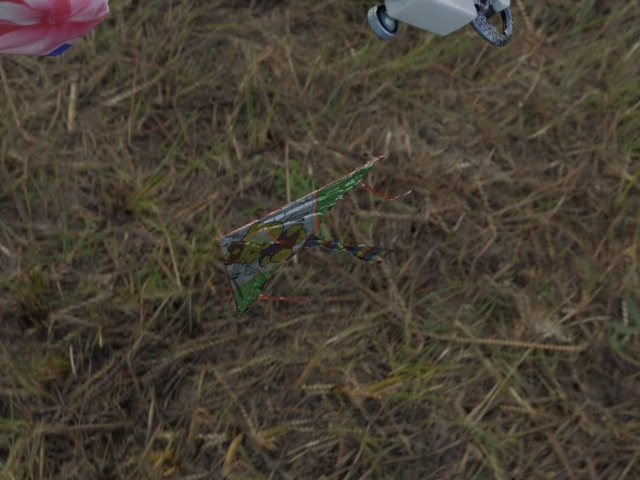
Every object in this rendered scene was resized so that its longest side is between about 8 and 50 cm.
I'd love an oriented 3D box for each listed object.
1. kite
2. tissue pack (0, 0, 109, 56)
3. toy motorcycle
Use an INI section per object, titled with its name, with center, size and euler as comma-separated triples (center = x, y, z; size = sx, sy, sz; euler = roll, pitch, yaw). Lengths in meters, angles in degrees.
[kite]
center = 0.000, 0.000, 0.775
size = 0.244, 0.198, 0.006
euler = 5, 45, -55
[tissue pack]
center = -0.338, -0.270, 0.819
size = 0.270, 0.137, 0.209
euler = -11, 68, -55
[toy motorcycle]
center = 0.055, -0.211, 0.632
size = 0.221, 0.102, 0.150
euler = 4, 70, -47
